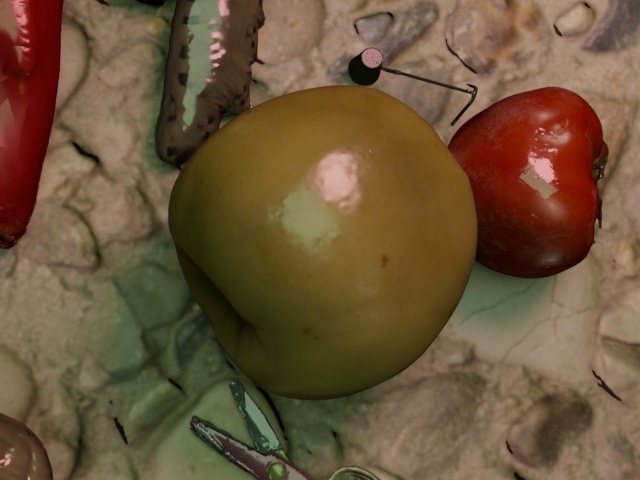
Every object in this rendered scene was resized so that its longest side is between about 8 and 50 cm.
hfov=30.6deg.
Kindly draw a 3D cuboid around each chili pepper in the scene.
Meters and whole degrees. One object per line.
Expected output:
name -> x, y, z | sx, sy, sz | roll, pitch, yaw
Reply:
chili pepper -> -0.282, -0.186, 1.057 | 0.110, 0.110, 0.387 | 3, 85, -7

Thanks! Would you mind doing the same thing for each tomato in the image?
tomato -> 0.184, -0.059, 1.063 | 0.152, 0.187, 0.187 | 11, 78, 15

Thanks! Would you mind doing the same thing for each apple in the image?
apple -> 0.000, 0.000, 0.992 | 0.263, 0.262, 0.262 | 1, 80, -7

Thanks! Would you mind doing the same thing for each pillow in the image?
pillow -> -0.096, -0.186, 1.100 | 0.093, 0.051, 0.241 | 9, 85, -22

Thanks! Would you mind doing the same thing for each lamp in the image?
lamp -> 0.088, -0.155, 1.122 | 0.121, 0.054, 0.041 | 21, 78, -3

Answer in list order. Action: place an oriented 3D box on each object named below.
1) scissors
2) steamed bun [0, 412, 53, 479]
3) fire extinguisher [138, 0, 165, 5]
scissors -> -0.037, 0.213, 1.057 | 0.133, 0.020, 0.187 | -42, 89, -8
steamed bun -> -0.373, 0.273, 0.898 | 0.310, 0.219, 0.324 | 2, 83, -46
fire extinguisher -> -0.137, -0.312, 1.120 | 0.062, 0.050, 0.177 | 36, 72, -46
